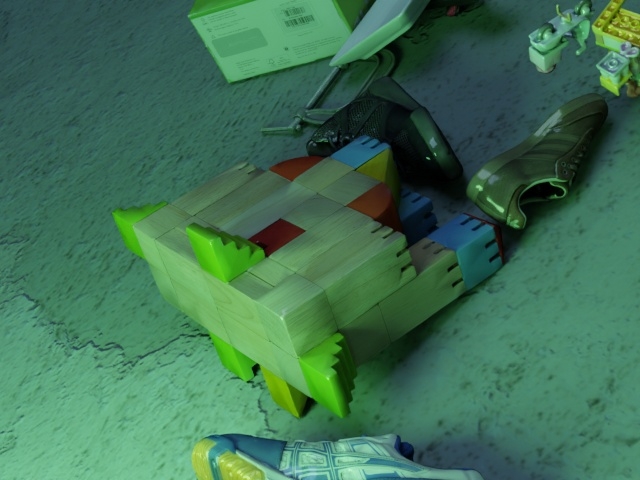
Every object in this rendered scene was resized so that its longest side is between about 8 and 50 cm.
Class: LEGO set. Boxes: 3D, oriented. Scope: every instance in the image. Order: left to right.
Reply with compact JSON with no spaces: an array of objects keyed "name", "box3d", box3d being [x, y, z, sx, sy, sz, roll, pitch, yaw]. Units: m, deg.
[{"name":"LEGO set","box3d":[0.330,-0.129,1.356,0.132,0.107,0.287,-33,52,-2]}]

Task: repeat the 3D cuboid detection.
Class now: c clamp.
[{"name":"c clamp","box3d":[0.015,-0.186,1.728,0.137,0.022,0.161,11,52,44]}]

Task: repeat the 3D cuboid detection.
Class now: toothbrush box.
[{"name":"toothbrush box","box3d":[-0.029,-0.363,1.897,0.206,0.122,0.283,-10,38,28]}]

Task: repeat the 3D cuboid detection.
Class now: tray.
[{"name":"tray","box3d":[0.117,-0.315,1.757,0.145,0.030,0.270,-31,20,48]}]

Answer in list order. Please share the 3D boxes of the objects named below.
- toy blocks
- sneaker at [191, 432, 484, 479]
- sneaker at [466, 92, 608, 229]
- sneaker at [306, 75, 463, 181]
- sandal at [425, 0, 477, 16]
[{"name":"toy blocks","box3d":[0.000,0.000,1.406,0.261,0.191,0.381,-33,33,-22]},{"name":"sneaker","box3d":[0.016,0.216,1.182,0.131,0.112,0.296,-33,32,-34]},{"name":"sneaker","box3d":[0.231,-0.074,1.400,0.188,0.066,0.071,-36,67,-22]},{"name":"sneaker","box3d":[0.068,-0.095,1.523,0.130,0.087,0.227,-36,31,-3]},{"name":"sandal","box3d":[0.173,-0.296,1.710,0.067,0.040,0.179,-46,20,-6]}]
